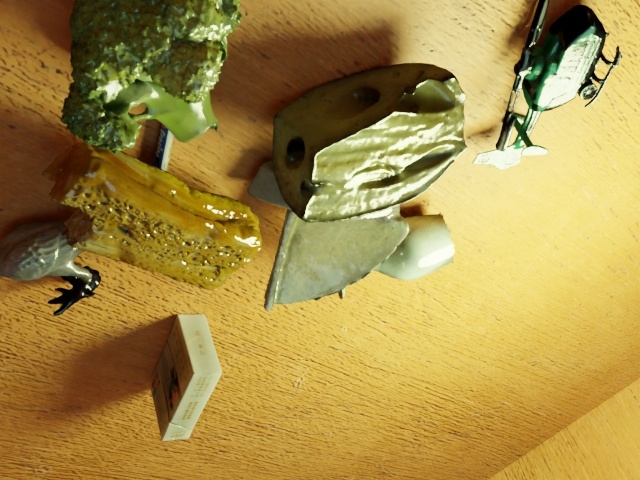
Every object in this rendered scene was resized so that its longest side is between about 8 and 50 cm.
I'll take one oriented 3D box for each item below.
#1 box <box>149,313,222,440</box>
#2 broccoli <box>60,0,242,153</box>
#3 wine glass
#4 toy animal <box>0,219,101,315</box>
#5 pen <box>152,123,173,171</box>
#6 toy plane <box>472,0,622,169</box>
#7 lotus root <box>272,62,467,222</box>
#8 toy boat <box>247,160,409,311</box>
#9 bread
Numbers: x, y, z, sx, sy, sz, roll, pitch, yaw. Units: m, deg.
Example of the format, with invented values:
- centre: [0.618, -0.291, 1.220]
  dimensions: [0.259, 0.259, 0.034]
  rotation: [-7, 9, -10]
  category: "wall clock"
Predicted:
- centre: [-0.277, 0.278, 1.702]
  dimensions: [0.067, 0.150, 0.233]
  rotation: [5, 133, -27]
  category: "box"
- centre: [-0.207, -0.208, 1.093]
  dimensions: [0.254, 0.186, 0.302]
  rotation: [-32, 134, -36]
  category: "broccoli"
- centre: [0.134, 0.027, 1.642]
  dimensions: [0.241, 0.126, 0.126]
  rotation: [-14, 141, -8]
  category: "wine glass"
- centre: [-0.473, 0.027, 1.351]
  dimensions: [0.324, 0.090, 0.195]
  rotation: [20, 118, -46]
  category: "toy animal"
- centre: [-0.237, -0.172, 1.300]
  dimensions: [0.025, 0.025, 0.204]
  rotation: [-3, 137, -24]
  category: "pen"
- centre: [0.390, -0.268, 1.459]
  dimensions: [0.155, 0.106, 0.382]
  rotation: [-1, 138, -17]
  category: "toy plane"
- centre: [0.073, -0.163, 1.357]
  dimensions: [0.313, 0.142, 0.210]
  rotation: [-18, 127, -19]
  category: "lotus root"
- centre: [0.018, -0.023, 1.499]
  dimensions: [0.275, 0.111, 0.294]
  rotation: [-7, 127, -1]
  category: "toy boat"
- centre: [-0.274, -0.032, 1.345]
  dimensions: [0.185, 0.109, 0.380]
  rotation: [-35, 142, 28]
  category: "bread"
